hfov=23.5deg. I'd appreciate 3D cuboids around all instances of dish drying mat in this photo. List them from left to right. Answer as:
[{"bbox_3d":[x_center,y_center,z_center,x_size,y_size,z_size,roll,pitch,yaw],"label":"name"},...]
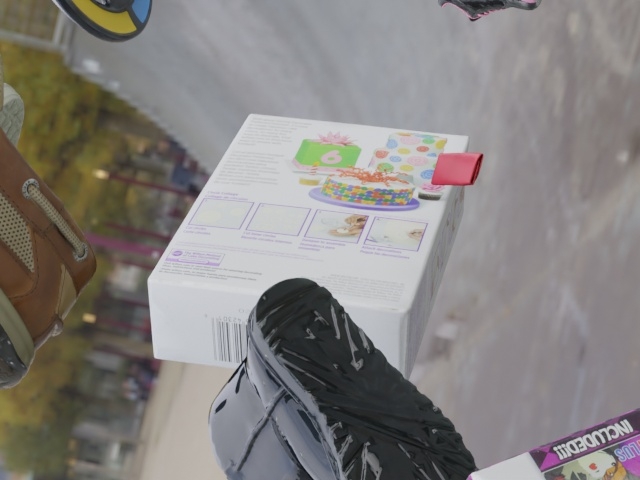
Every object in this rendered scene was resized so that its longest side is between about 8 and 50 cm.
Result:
[{"bbox_3d":[0.126,-0.066,1.418,0.083,0.008,0.032,6,80,69],"label":"dish drying mat"}]

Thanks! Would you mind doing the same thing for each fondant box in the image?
[{"bbox_3d":[0.000,0.000,1.484,0.330,0.238,0.096,-66,-21,-54],"label":"fondant box"}]

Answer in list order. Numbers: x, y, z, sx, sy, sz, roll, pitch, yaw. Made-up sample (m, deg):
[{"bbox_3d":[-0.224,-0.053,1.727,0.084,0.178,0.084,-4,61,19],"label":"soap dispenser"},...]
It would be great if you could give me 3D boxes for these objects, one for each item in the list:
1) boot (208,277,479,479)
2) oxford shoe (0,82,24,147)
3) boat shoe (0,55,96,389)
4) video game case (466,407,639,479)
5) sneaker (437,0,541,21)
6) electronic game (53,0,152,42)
[{"bbox_3d":[0.012,0.169,1.132,0.246,0.094,0.207,52,152,20],"label":"boot"},{"bbox_3d":[-0.439,-0.005,1.658,0.449,0.130,0.169,-65,-5,34],"label":"oxford shoe"},{"bbox_3d":[-0.234,-0.070,0.836,0.123,0.324,0.120,5,41,47],"label":"boat shoe"},{"bbox_3d":[0.212,0.165,0.717,0.210,0.232,0.042,62,157,28],"label":"video game case"},{"bbox_3d":[0.166,-0.244,1.535,0.047,0.119,0.057,-40,-39,-44],"label":"sneaker"},{"bbox_3d":[-0.276,-0.344,1.831,0.048,0.229,0.229,-21,41,27],"label":"electronic game"}]
